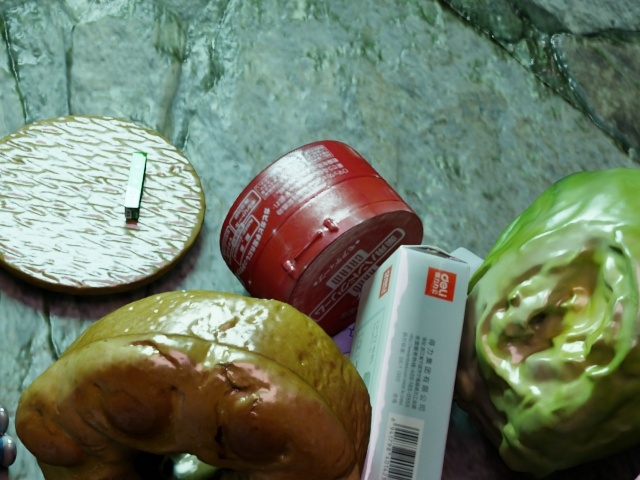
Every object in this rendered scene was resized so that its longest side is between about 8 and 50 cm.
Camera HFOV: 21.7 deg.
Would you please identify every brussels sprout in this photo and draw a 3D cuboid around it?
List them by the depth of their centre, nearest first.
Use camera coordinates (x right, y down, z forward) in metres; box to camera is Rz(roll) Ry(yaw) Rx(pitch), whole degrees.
[{"bbox_3d":[0.270,0.073,1.636,0.344,0.344,0.268,-29,92,-28],"label":"brussels sprout"}]

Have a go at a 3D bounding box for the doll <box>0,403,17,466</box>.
[{"bbox_3d":[-0.371,0.199,1.599,0.152,0.085,0.114,-6,70,-27],"label":"doll"}]

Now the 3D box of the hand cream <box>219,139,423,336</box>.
[{"bbox_3d":[0.000,0.000,1.751,0.193,0.193,0.125,-26,60,-27],"label":"hand cream"}]

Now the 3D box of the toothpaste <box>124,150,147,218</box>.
[{"bbox_3d":[-0.203,-0.062,1.832,0.017,0.020,0.083,5,50,-2],"label":"toothpaste"}]

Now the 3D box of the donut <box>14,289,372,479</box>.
[{"bbox_3d":[-0.111,0.179,1.511,0.317,0.299,0.150,11,40,10],"label":"donut"}]

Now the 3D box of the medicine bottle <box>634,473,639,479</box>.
[{"bbox_3d":[0.413,0.343,1.527,0.332,0.190,0.190,40,56,23],"label":"medicine bottle"}]

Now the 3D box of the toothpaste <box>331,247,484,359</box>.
[{"bbox_3d":[0.038,0.143,1.726,0.371,0.080,0.125,-38,69,-24],"label":"toothpaste"}]

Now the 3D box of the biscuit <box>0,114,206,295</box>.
[{"bbox_3d":[-0.258,-0.039,1.842,0.262,0.037,0.262,4,50,-5],"label":"biscuit"}]

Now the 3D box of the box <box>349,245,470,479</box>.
[{"bbox_3d":[0.073,0.148,1.623,0.079,0.135,0.269,15,69,-11],"label":"box"}]
